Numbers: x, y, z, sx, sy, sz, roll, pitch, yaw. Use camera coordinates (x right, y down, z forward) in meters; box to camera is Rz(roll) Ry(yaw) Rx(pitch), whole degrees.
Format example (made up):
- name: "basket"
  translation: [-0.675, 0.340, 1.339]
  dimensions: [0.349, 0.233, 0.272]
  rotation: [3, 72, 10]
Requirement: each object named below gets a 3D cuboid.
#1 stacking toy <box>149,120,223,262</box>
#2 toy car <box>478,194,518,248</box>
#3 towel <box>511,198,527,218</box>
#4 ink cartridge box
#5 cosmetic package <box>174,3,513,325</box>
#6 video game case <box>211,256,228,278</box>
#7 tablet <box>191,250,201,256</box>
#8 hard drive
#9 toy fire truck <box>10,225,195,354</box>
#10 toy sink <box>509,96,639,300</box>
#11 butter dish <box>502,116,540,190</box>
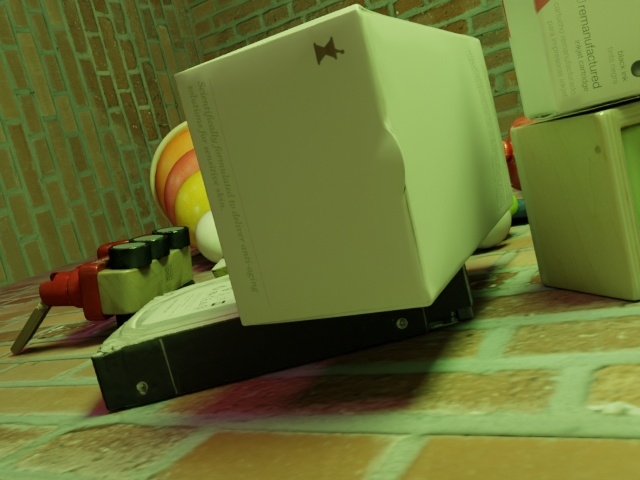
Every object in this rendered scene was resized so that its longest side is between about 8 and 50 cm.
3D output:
- name: "stacking toy"
  translation: [-0.237, -0.074, 1.511]
  dimensions: [0.350, 0.351, 0.480]
  rotation: [-15, 25, -1]
- name: "toy car"
  translation: [0.171, -0.056, 0.891]
  dimensions: [0.181, 0.136, 0.159]
  rotation: [-13, 7, 15]
- name: "towel"
  translation: [0.271, -0.044, 0.984]
  dimensions: [0.119, 0.029, 0.067]
  rotation: [-8, -3, 41]
- name: "ink cartridge box"
  translation: [0.265, -0.199, 0.516]
  dimensions: [0.217, 0.159, 0.092]
  rotation: [-14, 7, 3]
- name: "cosmetic package"
  translation: [0.058, -0.078, 0.584]
  dimensions: [0.155, 0.197, 0.365]
  rotation: [-10, 7, 28]
- name: "video game case"
  translation: [-0.049, -0.021, 1.113]
  dimensions: [0.210, 0.042, 0.232]
  rotation: [-16, 24, 33]
- name: "tablet"
  translation: [-0.337, 0.038, 1.705]
  dimensions: [0.054, 0.006, 0.083]
  rotation: [-10, 8, 34]
- name: "hard drive"
  translation: [-0.033, 0.066, 0.675]
  dimensions: [0.338, 0.064, 0.237]
  rotation: [-13, 8, 3]
- name: "toy fire truck"
  translation: [-0.331, 0.075, 0.977]
  dimensions: [0.246, 0.159, 0.217]
  rotation: [-3, 10, 11]
- name: "toy sink"
  translation: [0.314, -0.058, 0.579]
  dimensions: [0.234, 0.153, 0.131]
  rotation: [-16, 7, -17]
- name: "butter dish"
  translation: [0.324, -0.131, 0.991]
  dimensions: [0.118, 0.160, 0.160]
  rotation: [2, 5, -9]
